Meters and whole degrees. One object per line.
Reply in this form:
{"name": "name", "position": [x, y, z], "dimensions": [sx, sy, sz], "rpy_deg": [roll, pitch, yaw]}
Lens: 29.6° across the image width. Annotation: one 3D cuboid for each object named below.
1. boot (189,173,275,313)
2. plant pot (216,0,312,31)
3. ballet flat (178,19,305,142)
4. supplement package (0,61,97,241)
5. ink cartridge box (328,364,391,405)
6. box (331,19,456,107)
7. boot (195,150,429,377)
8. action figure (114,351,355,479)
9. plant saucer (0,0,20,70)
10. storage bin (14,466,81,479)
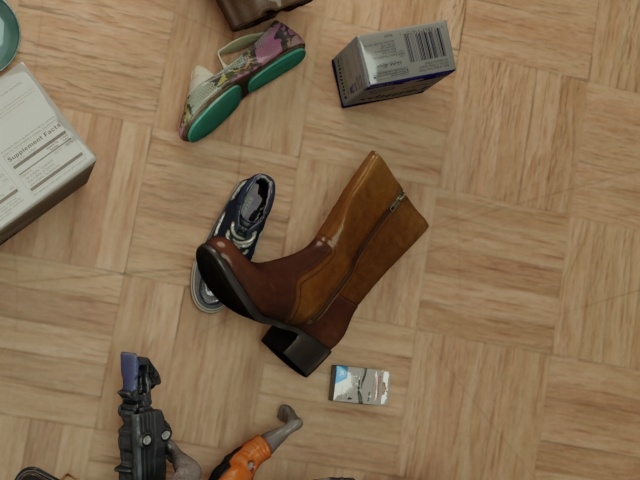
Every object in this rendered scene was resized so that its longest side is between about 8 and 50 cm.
{"name": "boot", "position": [-0.114, 0.002, 1.559], "dimensions": [0.069, 0.086, 0.190], "rpy_deg": [21, 79, -10]}
{"name": "plant pot", "position": [-0.091, -0.370, 1.578], "dimensions": [0.167, 0.167, 0.165], "rpy_deg": [-24, 98, -15]}
{"name": "ballet flat", "position": [-0.118, -0.215, 1.597], "dimensions": [0.221, 0.077, 0.079], "rpy_deg": [-41, 75, -19]}
{"name": "supplement package", "position": [-0.418, -0.063, 1.433], "dimensions": [0.262, 0.204, 0.145], "rpy_deg": [-38, 95, -14]}
{"name": "ink cartridge box", "position": [0.056, 0.193, 1.607], "dimensions": [0.083, 0.028, 0.048], "rpy_deg": [7, 82, -13]}
{"name": "box", "position": [0.095, -0.233, 1.609], "dimensions": [0.126, 0.137, 0.072], "rpy_deg": [-12, 88, -14]}
{"name": "boot", "position": [0.000, 0.000, 1.539], "dimensions": [0.280, 0.096, 0.264], "rpy_deg": [-51, 123, -12]}
{"name": "action figure", "position": [-0.139, 0.295, 1.452], "dimensions": [0.330, 0.179, 0.341], "rpy_deg": [-14, 100, -38]}
{"name": "plant saucer", "position": [-0.444, -0.262, 1.544], "dimensions": [0.119, 0.021, 0.119], "rpy_deg": [2, 83, -13]}
{"name": "storage bin", "position": [-0.318, 0.336, 1.470], "dimensions": [0.135, 0.091, 0.098], "rpy_deg": [32, 77, -9]}
